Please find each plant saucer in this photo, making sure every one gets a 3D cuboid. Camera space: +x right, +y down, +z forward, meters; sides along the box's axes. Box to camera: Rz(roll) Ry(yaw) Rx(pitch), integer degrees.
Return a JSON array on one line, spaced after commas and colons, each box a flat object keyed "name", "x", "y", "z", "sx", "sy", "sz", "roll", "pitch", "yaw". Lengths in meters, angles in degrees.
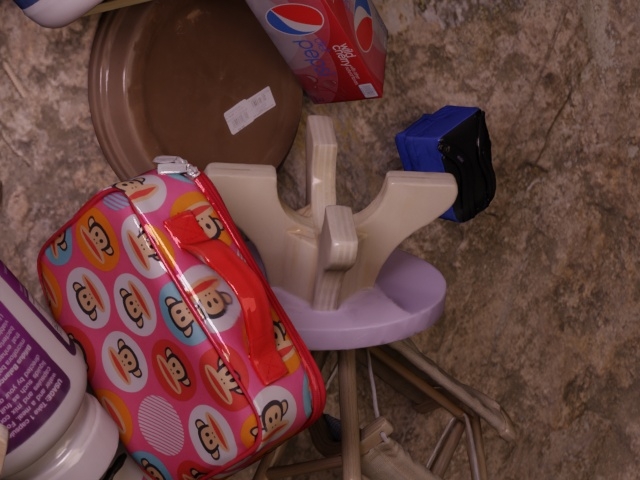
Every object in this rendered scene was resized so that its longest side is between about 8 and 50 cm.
[{"name": "plant saucer", "x": -0.118, "y": -0.160, "z": 1.817, "sx": 0.278, "sy": 0.041, "sz": 0.277, "roll": -3, "pitch": 94, "yaw": -42}]

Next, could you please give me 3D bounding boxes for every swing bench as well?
[{"name": "swing bench", "x": 0.078, "y": 0.211, "z": 1.891, "sx": 0.253, "sy": 0.165, "sz": 0.254, "roll": 38, "pitch": 52, "yaw": -36}]

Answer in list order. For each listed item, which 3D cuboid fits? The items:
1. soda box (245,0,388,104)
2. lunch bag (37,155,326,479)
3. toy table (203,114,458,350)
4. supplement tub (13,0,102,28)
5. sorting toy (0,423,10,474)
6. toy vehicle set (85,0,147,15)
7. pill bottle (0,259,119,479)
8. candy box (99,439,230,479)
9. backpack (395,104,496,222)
[{"name": "soda box", "x": -0.008, "y": -0.245, "z": 1.795, "sx": 0.263, "sy": 0.083, "sz": 0.092, "roll": 53, "pitch": 38, "yaw": -58}, {"name": "lunch bag", "x": -0.128, "y": 0.077, "z": 1.635, "sx": 0.120, "sy": 0.258, "sz": 0.293, "roll": -26, "pitch": 83, "yaw": -38}, {"name": "toy table", "x": 0.000, "y": 0.000, "z": 1.777, "sx": 0.274, "sy": 0.252, "sz": 0.161, "roll": -5, "pitch": 124, "yaw": -17}, {"name": "supplement tub", "x": -0.260, "y": -0.375, "z": 1.524, "sx": 0.325, "sy": 0.235, "sz": 0.235, "roll": 49, "pitch": 62, "yaw": -16}, {"name": "sorting toy", "x": -0.411, "y": 0.226, "z": 1.476, "sx": 0.257, "sy": 0.089, "sz": 0.255, "roll": 13, "pitch": 113, "yaw": -9}, {"name": "toy vehicle set", "x": -0.198, "y": -0.362, "z": 1.680, "sx": 0.166, "sy": 0.035, "sz": 0.266, "roll": -16, "pitch": 105, "yaw": -5}, {"name": "pill bottle", "x": -0.318, "y": 0.111, "z": 1.574, "sx": 0.169, "sy": 0.169, "sz": 0.301, "roll": -52, "pitch": 123, "yaw": -25}, {"name": "candy box", "x": -0.199, "y": 0.304, "z": 1.755, "sx": 0.159, "sy": 0.071, "sz": 0.233, "roll": 47, "pitch": 63, "yaw": -32}, {"name": "backpack", "x": 0.147, "y": -0.086, "z": 2.010, "sx": 0.098, "sy": 0.101, "sz": 0.120, "roll": -35, "pitch": 118, "yaw": -32}]
